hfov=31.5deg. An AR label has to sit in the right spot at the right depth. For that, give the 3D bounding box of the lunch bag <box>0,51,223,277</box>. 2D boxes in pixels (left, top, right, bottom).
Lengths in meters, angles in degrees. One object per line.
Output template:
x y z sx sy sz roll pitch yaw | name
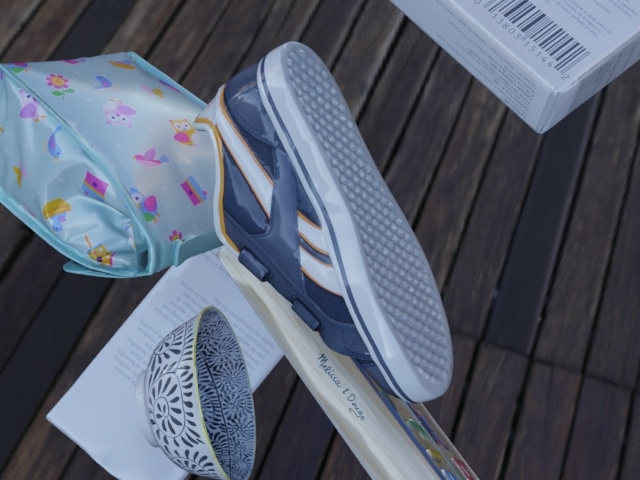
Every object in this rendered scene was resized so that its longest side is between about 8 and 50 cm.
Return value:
-0.197 -0.069 1.180 0.262 0.160 0.223 39 30 17 | lunch bag

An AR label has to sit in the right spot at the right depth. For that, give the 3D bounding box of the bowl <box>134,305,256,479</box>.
-0.124 0.152 1.069 0.080 0.170 0.170 -13 51 11 | bowl

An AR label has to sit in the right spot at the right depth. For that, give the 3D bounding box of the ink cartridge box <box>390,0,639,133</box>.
0.171 -0.265 0.938 0.261 0.066 0.296 -37 70 -19 | ink cartridge box

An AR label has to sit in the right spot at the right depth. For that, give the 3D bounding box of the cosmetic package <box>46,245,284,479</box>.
-0.198 0.177 1.828 0.230 0.161 0.453 40 83 1 | cosmetic package

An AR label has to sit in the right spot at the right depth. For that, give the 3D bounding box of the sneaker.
0.000 0.000 0.977 0.126 0.127 0.321 -17 81 -61 | sneaker

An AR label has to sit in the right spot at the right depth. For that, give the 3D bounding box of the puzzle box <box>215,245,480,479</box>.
0.070 0.181 1.125 0.052 0.272 0.409 -39 65 4 | puzzle box
